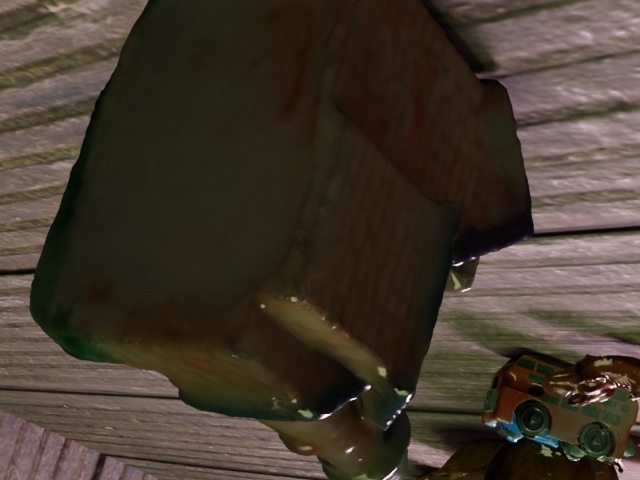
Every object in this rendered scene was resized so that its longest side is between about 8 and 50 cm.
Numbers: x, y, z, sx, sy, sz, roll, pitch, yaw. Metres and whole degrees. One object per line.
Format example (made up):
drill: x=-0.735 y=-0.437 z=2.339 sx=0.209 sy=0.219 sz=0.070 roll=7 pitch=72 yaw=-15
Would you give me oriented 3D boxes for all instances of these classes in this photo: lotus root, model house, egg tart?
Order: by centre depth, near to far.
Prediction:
model house: x=0.000 y=0.000 z=0.893 sx=0.245 sy=0.312 sz=0.280 roll=-2 pitch=151 yaw=36
lotus root: x=0.310 y=0.376 z=1.690 sx=0.179 sy=0.196 sz=0.397 roll=7 pitch=127 yaw=19
egg tart: x=0.290 y=0.382 z=1.946 sx=0.294 sy=0.116 sz=0.295 roll=13 pitch=161 yaw=5

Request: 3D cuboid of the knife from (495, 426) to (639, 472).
knife: x=0.373 y=0.284 z=1.729 sx=0.336 sy=0.043 sz=0.081 roll=3 pitch=147 yaw=40

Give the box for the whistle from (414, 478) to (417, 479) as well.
whistle: x=0.213 y=0.505 z=2.299 sx=0.141 sy=0.141 sz=0.294 roll=13 pitch=161 yaw=11

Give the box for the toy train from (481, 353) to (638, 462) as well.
toy train: x=0.287 y=0.203 z=1.497 sx=0.188 sy=0.099 sz=0.072 roll=18 pitch=163 yaw=-6

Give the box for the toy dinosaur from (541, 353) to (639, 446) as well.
toy dinosaur: x=0.458 y=0.186 z=1.329 sx=0.432 sy=0.097 sz=0.208 roll=0 pitch=145 yaw=31
